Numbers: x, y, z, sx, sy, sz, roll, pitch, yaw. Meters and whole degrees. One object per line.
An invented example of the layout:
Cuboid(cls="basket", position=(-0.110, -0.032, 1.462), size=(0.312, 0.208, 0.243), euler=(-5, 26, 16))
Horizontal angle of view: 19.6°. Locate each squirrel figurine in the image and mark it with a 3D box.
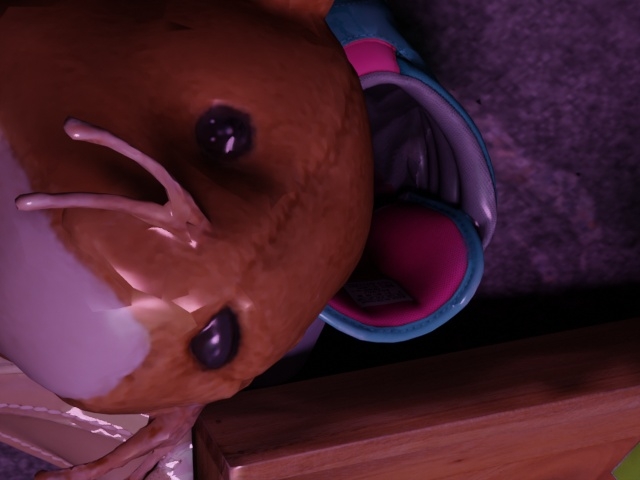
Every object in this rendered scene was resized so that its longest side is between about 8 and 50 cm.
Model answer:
Cuboid(cls="squirrel figurine", position=(-0.173, -0.057, 0.687), size=(0.370, 0.397, 0.281), euler=(-2, 117, -7))

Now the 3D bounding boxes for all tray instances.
Cuboid(cls="tray", position=(0.138, 0.150, 0.998), size=(0.410, 0.076, 0.203), euler=(-9, 118, -17))

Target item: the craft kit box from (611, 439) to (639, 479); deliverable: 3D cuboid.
Cuboid(cls="craft kit box", position=(0.276, 0.032, 0.834), size=(0.250, 0.061, 0.247), euler=(7, 123, -55))

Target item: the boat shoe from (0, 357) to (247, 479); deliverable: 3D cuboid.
Cuboid(cls="boat shoe", position=(-0.062, 0.140, 1.027), size=(0.302, 0.098, 0.109), euler=(22, 157, -19))

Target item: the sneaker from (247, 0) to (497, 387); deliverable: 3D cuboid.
Cuboid(cls="sneaker", position=(0.000, 0.000, 0.864), size=(0.123, 0.178, 0.295), euler=(-18, 136, -19))
